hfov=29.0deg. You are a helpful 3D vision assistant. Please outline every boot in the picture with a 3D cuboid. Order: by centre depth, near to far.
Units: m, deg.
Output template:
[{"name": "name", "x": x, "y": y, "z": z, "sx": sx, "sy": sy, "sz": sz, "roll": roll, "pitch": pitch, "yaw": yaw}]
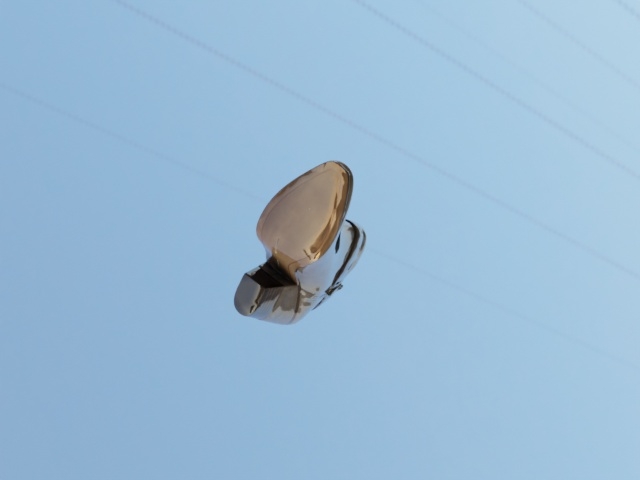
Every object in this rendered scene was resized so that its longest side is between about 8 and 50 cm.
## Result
[{"name": "boot", "x": 0.000, "y": 0.000, "z": 0.684, "sx": 0.042, "sy": 0.118, "sz": 0.087, "roll": 47, "pitch": -152, "yaw": 18}]
